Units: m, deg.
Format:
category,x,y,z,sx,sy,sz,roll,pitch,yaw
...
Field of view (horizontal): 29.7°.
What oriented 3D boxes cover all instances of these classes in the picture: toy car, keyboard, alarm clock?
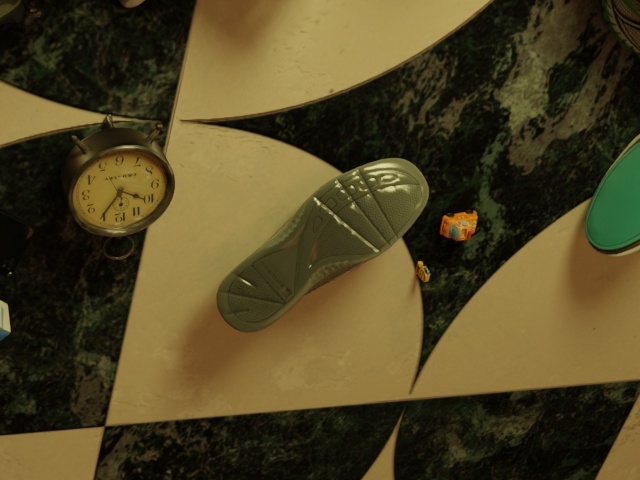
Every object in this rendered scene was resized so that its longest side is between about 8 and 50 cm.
category,x,y,z,sx,sy,sz,roll,pitch,yaw
toy car,0.188,0.013,1.738,0.060,0.040,0.122,6,122,-31
keyboard,-0.434,-0.013,1.411,0.192,0.038,0.100,31,85,-40
alarm clock,-0.244,-0.056,1.444,0.129,0.064,0.192,-9,127,-21

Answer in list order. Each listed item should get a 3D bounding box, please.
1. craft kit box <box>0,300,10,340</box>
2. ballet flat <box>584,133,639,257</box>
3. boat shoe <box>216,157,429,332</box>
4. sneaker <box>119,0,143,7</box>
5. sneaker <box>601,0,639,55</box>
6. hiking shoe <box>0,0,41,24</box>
category,x,y,z,sx,sy,sz,roll,pitch,yaw
craft kit box,-0.538,0.105,1.399,0.250,0.061,0.246,-35,137,17
ballet flat,0.537,-0.138,1.751,0.139,0.139,0.400,12,119,-34
boat shoe,0.001,0.003,1.601,0.320,0.103,0.118,-40,94,2
sneaker,-0.151,-0.297,1.305,0.152,0.054,0.061,-39,136,5
sneaker,0.425,-0.321,1.520,0.134,0.146,0.343,-41,134,8
hiking shoe,-0.397,-0.192,1.239,0.227,0.086,0.114,-38,130,4
